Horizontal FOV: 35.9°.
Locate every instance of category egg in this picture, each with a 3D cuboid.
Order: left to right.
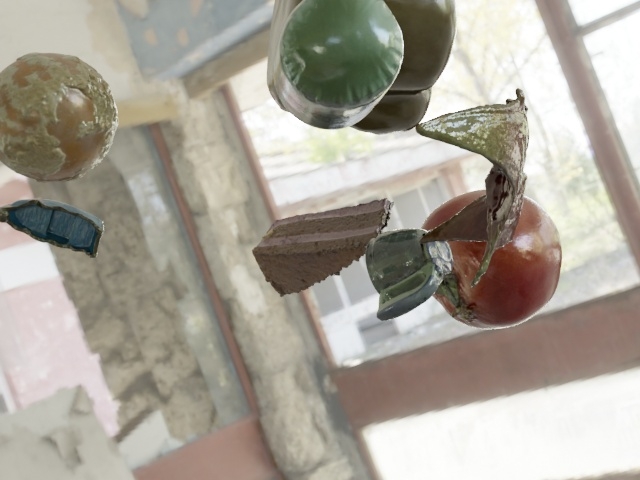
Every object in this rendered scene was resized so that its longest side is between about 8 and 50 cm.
[{"bbox_3d":[-0.422,-0.189,1.523,0.203,0.203,0.245,-19,7,-42],"label":"egg"}]

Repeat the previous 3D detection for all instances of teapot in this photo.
[{"bbox_3d":[0.124,0.034,1.388,0.108,0.111,0.149,-25,0,33],"label":"teapot"}]

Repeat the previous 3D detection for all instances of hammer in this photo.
[{"bbox_3d":[0.040,-0.279,0.971,0.119,0.335,0.206,14,-3,-6],"label":"hammer"}]

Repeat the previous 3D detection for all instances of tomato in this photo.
[{"bbox_3d":[0.382,0.038,2.180,0.322,0.321,0.321,-21,-2,-1],"label":"tomato"}]

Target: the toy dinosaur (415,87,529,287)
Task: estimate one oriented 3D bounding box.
[{"bbox_3d":[0.150,-0.058,1.000,0.113,0.206,0.327,10,12,11],"label":"toy dinosaur"}]

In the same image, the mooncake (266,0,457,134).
[{"bbox_3d":[0.070,-0.406,1.531,0.262,0.466,0.467,9,-6,-6],"label":"mooncake"}]

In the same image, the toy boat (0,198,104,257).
[{"bbox_3d":[-0.473,-0.027,1.735,0.186,0.075,0.077,21,18,-5],"label":"toy boat"}]

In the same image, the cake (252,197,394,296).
[{"bbox_3d":[0.000,0.000,1.653,0.295,0.113,0.116,-21,36,45],"label":"cake"}]
